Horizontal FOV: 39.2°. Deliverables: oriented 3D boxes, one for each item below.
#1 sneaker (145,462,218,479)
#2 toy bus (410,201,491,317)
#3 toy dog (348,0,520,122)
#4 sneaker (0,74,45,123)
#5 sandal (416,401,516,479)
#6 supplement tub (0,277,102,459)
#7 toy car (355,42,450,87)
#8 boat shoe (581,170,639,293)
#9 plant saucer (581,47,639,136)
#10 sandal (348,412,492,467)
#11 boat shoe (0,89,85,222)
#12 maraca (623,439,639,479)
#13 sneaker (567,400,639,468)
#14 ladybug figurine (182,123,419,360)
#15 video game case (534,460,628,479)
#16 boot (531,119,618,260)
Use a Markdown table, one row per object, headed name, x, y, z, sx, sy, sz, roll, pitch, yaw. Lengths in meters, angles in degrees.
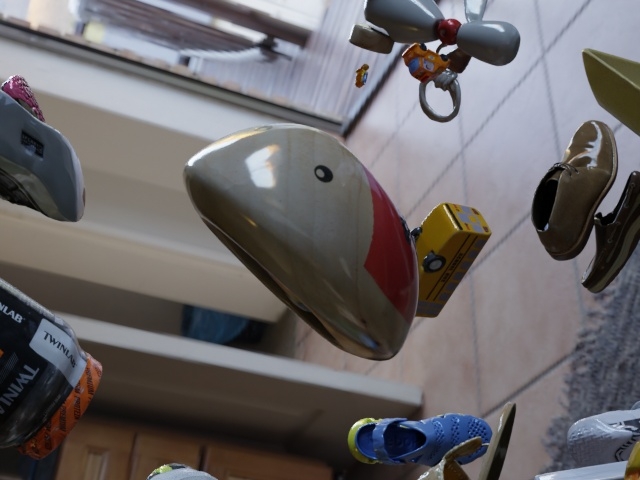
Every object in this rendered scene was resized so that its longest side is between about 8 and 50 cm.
| name | x | y | z | sx | sy | sz | roll | pitch | yaw |
| --- | --- | --- | --- | --- | --- | --- | --- | --- | --- |
| sneaker | -0.145 | 0.351 | 0.711 | 0.145 | 0.147 | 0.384 | 89 | -158 | -45 |
| toy bus | 0.247 | 0.071 | 2.062 | 0.332 | 0.130 | 0.108 | -62 | 34 | 33 |
| toy dog | 0.203 | -0.375 | 1.571 | 0.333 | 0.161 | 0.220 | 47 | 125 | 20 |
| sneaker | -0.643 | -0.239 | 1.899 | 0.120 | 0.112 | 0.299 | 63 | 158 | 13 |
| sandal | 0.115 | 0.257 | 0.846 | 0.088 | 0.079 | 0.239 | -3 | -73 | -66 |
| supplement tub | -0.484 | 0.146 | 1.231 | 0.207 | 0.338 | 0.207 | -43 | 23 | 23 |
| toy car | 0.103 | -0.207 | 1.141 | 0.122 | 0.060 | 0.040 | -17 | 53 | 41 |
| boat shoe | 0.562 | -0.021 | 1.727 | 0.257 | 0.095 | 0.095 | -62 | -3 | 20 |
| plant saucer | 0.622 | -0.191 | 1.483 | 0.332 | 0.333 | 0.081 | -116 | 41 | -53 |
| sandal | 0.224 | 0.440 | 1.962 | 0.138 | 0.318 | 0.126 | 106 | 159 | -76 |
| boat shoe | -0.289 | -0.077 | 0.839 | 0.219 | 0.070 | 0.077 | 62 | -153 | -65 |
| maraca | 0.277 | 0.192 | 0.655 | 0.127 | 0.099 | 0.185 | -26 | 21 | 41 |
| sneaker | 0.532 | 0.261 | 1.373 | 0.210 | 0.366 | 0.137 | -97 | 14 | -51 |
| ladybug figurine | 0.000 | 0.000 | 1.095 | 0.162 | 0.305 | 0.449 | -48 | -24 | -8 |
| video game case | 0.357 | 0.369 | 1.098 | 0.025 | 0.204 | 0.285 | -101 | 3 | -53 |
| boot | 0.481 | -0.120 | 1.710 | 0.112 | 0.115 | 0.305 | -1 | 58 | 45 |
